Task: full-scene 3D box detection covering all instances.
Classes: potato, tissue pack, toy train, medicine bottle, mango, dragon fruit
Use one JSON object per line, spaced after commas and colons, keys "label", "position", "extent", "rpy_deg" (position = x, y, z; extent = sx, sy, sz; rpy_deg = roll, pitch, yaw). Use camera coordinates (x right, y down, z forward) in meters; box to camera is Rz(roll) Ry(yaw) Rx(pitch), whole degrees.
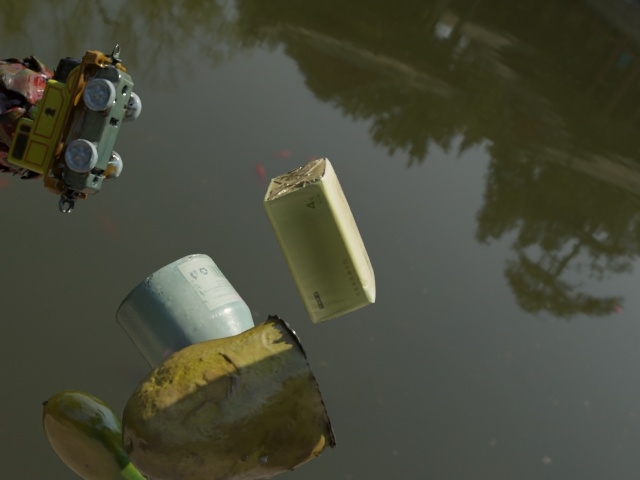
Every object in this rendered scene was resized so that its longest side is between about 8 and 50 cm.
{"label": "potato", "position": [-0.135, 0.232, 1.356], "extent": [0.266, 0.229, 0.229], "rpy_deg": [-21, 47, -17]}
{"label": "tissue pack", "position": [0.000, 0.000, 1.694], "extent": [0.159, 0.125, 0.234], "rpy_deg": [-82, 151, -72]}
{"label": "toy train", "position": [-0.305, -0.145, 1.253], "extent": [0.127, 0.219, 0.089], "rpy_deg": [18, 0, 14]}
{"label": "medicine bottle", "position": [-0.251, 0.211, 2.119], "extent": [0.290, 0.245, 0.245], "rpy_deg": [52, 30, 18]}
{"label": "mango", "position": [-0.400, 0.359, 1.772], "extent": [0.137, 0.237, 0.091], "rpy_deg": [-6, 31, 24]}
{"label": "dragon fruit", "position": [-0.422, -0.173, 1.407], "extent": [0.188, 0.182, 0.182], "rpy_deg": [52, 15, -26]}
